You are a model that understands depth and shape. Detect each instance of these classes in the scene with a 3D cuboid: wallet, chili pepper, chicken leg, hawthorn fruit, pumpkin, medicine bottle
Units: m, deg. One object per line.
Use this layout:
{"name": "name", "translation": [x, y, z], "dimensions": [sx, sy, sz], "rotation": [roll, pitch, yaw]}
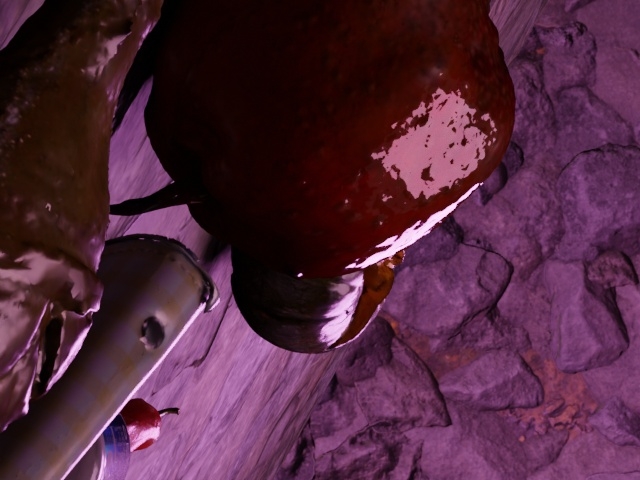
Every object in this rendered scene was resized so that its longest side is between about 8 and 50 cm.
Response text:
{"name": "wallet", "translation": [-0.209, 0.131, 1.077], "dimensions": [0.223, 0.077, 0.309], "rotation": [-13, -149, 49]}
{"name": "chili pepper", "translation": [-0.192, 0.179, 1.722], "dimensions": [0.191, 0.050, 0.059], "rotation": [-18, 140, -61]}
{"name": "chicken leg", "translation": [-0.152, -0.023, 0.954], "dimensions": [0.361, 0.140, 0.211], "rotation": [-53, 161, -23]}
{"name": "hawthorn fruit", "translation": [-0.019, -0.094, 1.279], "dimensions": [0.300, 0.254, 0.254], "rotation": [-25, 156, -23]}
{"name": "pumpkin", "translation": [-0.003, -0.001, 1.882], "dimensions": [0.238, 0.159, 0.238], "rotation": [22, 90, -79]}
{"name": "medicine bottle", "translation": [-0.198, 0.156, 1.381], "dimensions": [0.107, 0.107, 0.191], "rotation": [-60, 175, -4]}
